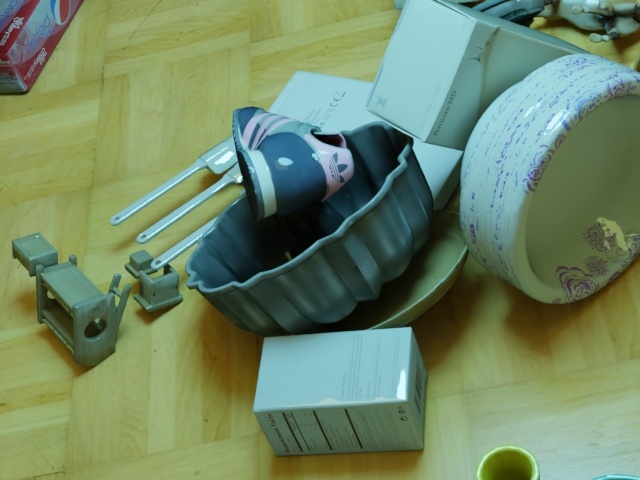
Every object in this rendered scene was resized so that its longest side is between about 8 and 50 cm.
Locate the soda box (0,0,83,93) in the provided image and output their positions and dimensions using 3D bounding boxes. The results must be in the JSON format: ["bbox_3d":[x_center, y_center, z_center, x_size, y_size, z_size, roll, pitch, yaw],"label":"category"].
[{"bbox_3d":[-0.491,-0.367,2.173,0.083,0.092,0.263,3,50,20],"label":"soda box"}]

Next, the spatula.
[{"bbox_3d":[-0.162,-0.059,1.769,0.242,0.019,0.168,-36,48,-16],"label":"spatula"}]

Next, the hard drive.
[{"bbox_3d":[0.058,-0.136,1.805,0.318,0.040,0.210,14,55,29],"label":"hard drive"}]

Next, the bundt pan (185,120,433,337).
[{"bbox_3d":[0.000,0.000,1.587,0.331,0.124,0.331,-29,22,13],"label":"bundt pan"}]

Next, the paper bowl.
[{"bbox_3d":[0.278,-0.080,1.508,0.284,0.284,0.148,-39,44,-17],"label":"paper bowl"}]

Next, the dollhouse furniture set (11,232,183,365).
[{"bbox_3d":[-0.301,0.063,1.737,0.161,0.101,0.182,-18,39,-33],"label":"dollhouse furniture set"}]

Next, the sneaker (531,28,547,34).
[{"bbox_3d":[0.236,-0.287,1.879,0.098,0.083,0.223,-10,23,-41],"label":"sneaker"}]

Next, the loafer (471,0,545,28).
[{"bbox_3d":[0.218,-0.265,1.762,0.096,0.084,0.267,-13,-5,-34],"label":"loafer"}]

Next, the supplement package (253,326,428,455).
[{"bbox_3d":[0.025,0.175,1.485,0.179,0.105,0.105,-5,50,15],"label":"supplement package"}]

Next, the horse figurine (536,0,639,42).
[{"bbox_3d":[0.375,-0.329,1.832,0.263,0.066,0.174,21,28,40],"label":"horse figurine"}]

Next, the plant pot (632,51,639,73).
[{"bbox_3d":[0.527,-0.202,1.610,0.188,0.205,0.205,-31,44,-32],"label":"plant pot"}]

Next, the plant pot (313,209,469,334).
[{"bbox_3d":[0.086,0.049,1.578,0.236,0.032,0.236,-29,24,14],"label":"plant pot"}]

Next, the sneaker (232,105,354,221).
[{"bbox_3d":[-0.036,-0.103,1.585,0.131,0.112,0.319,-14,21,-3],"label":"sneaker"}]

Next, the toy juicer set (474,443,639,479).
[{"bbox_3d":[0.284,0.324,1.265,0.329,0.089,0.209,10,54,28],"label":"toy juicer set"}]

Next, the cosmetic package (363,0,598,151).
[{"bbox_3d":[0.215,-0.192,1.600,0.113,0.309,0.160,35,110,38],"label":"cosmetic package"}]

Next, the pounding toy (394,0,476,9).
[{"bbox_3d":[0.160,-0.401,1.978,0.181,0.094,0.206,-4,14,13],"label":"pounding toy"}]
